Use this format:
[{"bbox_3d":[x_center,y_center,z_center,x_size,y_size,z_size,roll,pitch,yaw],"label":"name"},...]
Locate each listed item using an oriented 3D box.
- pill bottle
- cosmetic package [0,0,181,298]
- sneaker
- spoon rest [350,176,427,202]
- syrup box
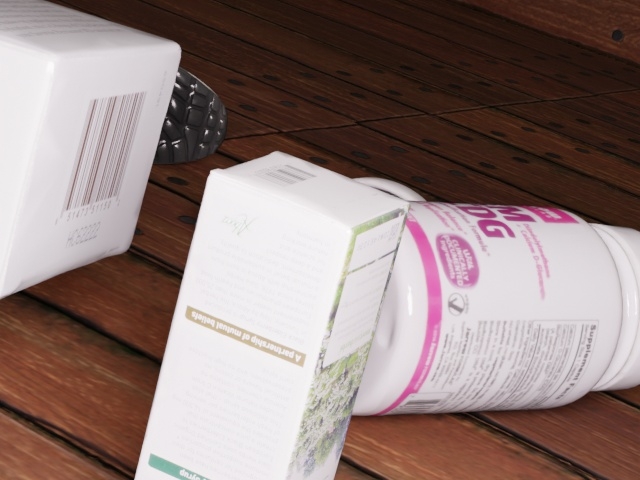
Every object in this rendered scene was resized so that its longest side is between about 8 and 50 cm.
[{"bbox_3d":[0.129,0.051,1.394,0.283,0.160,0.160,2,21,-36],"label":"pill bottle"},{"bbox_3d":[-0.351,-0.117,1.208,0.453,0.161,0.230,19,12,13],"label":"cosmetic package"},{"bbox_3d":[-0.234,-0.155,1.861,0.283,0.107,0.124,12,11,-7],"label":"sneaker"},{"bbox_3d":[0.000,0.000,1.556,0.276,0.137,0.084,11,35,41],"label":"spoon rest"},{"bbox_3d":[-0.033,0.078,1.049,0.096,0.237,0.093,22,18,19],"label":"syrup box"}]
